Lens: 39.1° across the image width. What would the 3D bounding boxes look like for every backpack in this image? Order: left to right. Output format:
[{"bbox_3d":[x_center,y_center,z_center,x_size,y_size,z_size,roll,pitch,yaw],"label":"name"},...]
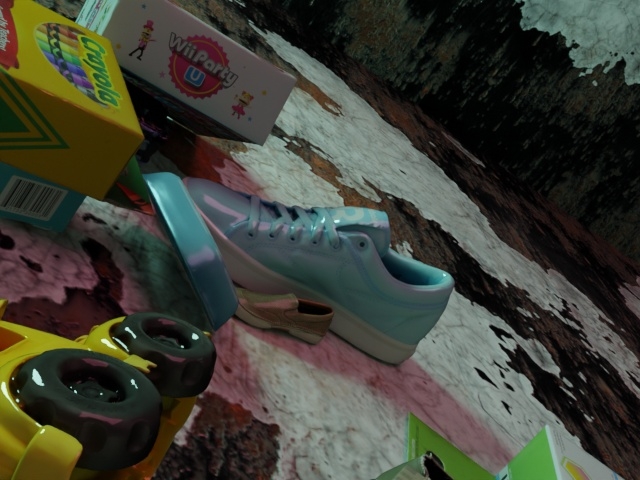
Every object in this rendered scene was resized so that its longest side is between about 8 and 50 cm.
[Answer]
[{"bbox_3d":[-0.240,-0.139,1.033,0.114,0.084,0.105,34,15,-25],"label":"backpack"}]

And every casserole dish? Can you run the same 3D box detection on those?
[{"bbox_3d":[-0.127,0.005,0.893,0.188,0.037,0.114,57,-12,41],"label":"casserole dish"}]

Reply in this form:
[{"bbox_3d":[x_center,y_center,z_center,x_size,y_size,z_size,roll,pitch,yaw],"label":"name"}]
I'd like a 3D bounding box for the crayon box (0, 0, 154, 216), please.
[{"bbox_3d":[-0.285,-0.154,0.807,0.318,0.081,0.202,23,24,-37],"label":"crayon box"}]

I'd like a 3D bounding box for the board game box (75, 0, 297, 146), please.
[{"bbox_3d":[-0.190,-0.219,1.130,0.224,0.098,0.303,29,-3,-24],"label":"board game box"}]

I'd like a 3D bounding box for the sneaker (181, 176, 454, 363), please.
[{"bbox_3d":[0.000,0.000,1.056,0.366,0.150,0.135,30,20,-24],"label":"sneaker"}]

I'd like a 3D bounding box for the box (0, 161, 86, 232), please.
[{"bbox_3d":[-0.315,-0.115,0.879,0.100,0.060,0.244,17,29,-48],"label":"box"}]

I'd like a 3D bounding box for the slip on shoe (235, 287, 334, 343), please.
[{"bbox_3d":[-0.042,0.074,0.978,0.135,0.041,0.051,26,23,-33],"label":"slip on shoe"}]

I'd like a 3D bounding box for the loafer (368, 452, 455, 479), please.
[{"bbox_3d":[0.150,0.278,0.790,0.251,0.087,0.094,36,19,-7],"label":"loafer"}]

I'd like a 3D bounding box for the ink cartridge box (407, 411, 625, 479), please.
[{"bbox_3d":[0.216,0.266,0.927,0.255,0.097,0.189,37,19,-7],"label":"ink cartridge box"}]

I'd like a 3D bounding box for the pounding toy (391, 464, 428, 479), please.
[{"bbox_3d":[0.082,0.263,0.667,0.141,0.130,0.100,35,18,15],"label":"pounding toy"}]

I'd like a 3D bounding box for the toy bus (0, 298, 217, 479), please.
[{"bbox_3d":[-0.191,0.101,0.527,0.211,0.150,0.220,24,15,7],"label":"toy bus"}]
